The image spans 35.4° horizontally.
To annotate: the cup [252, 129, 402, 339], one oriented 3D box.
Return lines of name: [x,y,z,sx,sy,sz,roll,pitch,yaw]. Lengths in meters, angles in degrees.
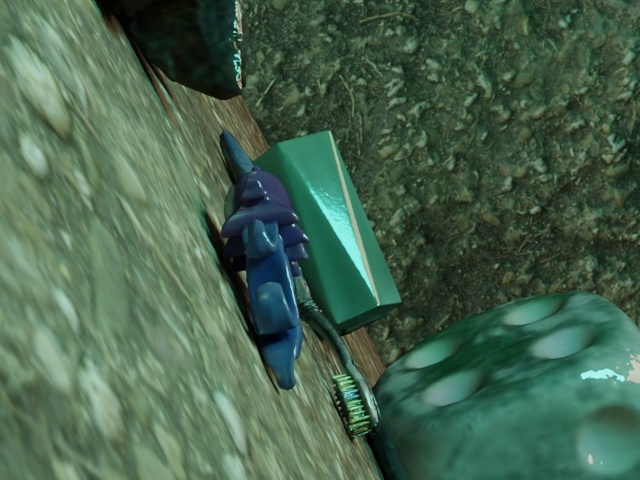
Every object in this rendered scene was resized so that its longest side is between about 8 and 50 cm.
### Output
cup: [0.000,0.000,1.259,0.134,0.148,0.235,-3,66,-52]

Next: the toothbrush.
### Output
toothbrush: [-0.033,0.033,1.095,0.413,0.042,0.035,63,-35,30]

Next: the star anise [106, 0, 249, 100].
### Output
star anise: [-0.151,-0.265,0.898,0.332,0.118,0.331,-22,90,-81]

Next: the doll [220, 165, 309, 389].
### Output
doll: [-0.039,0.019,0.745,0.110,0.067,0.205,81,-2,-48]

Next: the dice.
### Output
dice: [0.264,0.278,1.256,0.328,0.348,0.330,-108,177,-79]
